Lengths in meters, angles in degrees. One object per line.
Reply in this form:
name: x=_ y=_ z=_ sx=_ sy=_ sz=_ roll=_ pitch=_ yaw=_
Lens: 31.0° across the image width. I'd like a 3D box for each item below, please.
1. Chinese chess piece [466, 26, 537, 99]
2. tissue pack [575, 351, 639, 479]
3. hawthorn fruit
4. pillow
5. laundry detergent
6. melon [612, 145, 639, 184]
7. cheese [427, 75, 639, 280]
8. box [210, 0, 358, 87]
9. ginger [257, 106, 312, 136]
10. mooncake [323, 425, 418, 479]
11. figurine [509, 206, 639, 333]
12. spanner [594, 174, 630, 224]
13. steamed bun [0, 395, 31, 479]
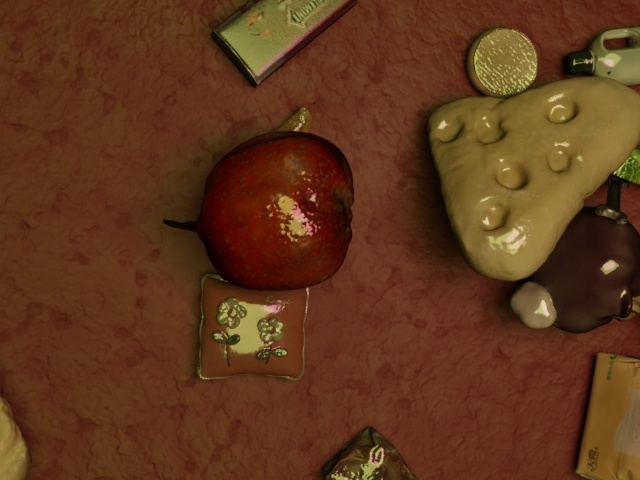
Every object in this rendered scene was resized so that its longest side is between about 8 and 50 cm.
Chinese chess piece: x=0.306 y=-0.299 z=1.950 sx=0.122 sy=0.051 sz=0.122 roll=0 pitch=92 yaw=-10
tissue pack: x=0.531 y=0.306 z=1.919 sx=0.090 sy=0.186 sz=0.222 roll=16 pitch=86 yaw=-40
hawthorn fruit: x=-0.098 y=-0.047 z=1.790 sx=0.300 sy=0.254 sz=0.254 roll=1 pitch=90 yaw=4
pillow: x=-0.108 y=0.143 z=1.870 sx=0.179 sy=0.075 sz=0.172 roll=3 pitch=89 yaw=-10
laundry detergent: x=0.527 y=-0.314 z=1.975 sx=0.225 sy=0.070 sz=0.099 roll=-7 pitch=99 yaw=-8
melon: x=0.508 y=-0.144 z=1.954 sx=0.209 sy=0.118 sz=0.064 roll=18 pitch=105 yaw=-21
cheese: x=0.348 y=-0.093 z=1.814 sx=0.350 sy=0.130 sz=0.329 roll=-7 pitch=55 yaw=11
box: x=-0.058 y=-0.364 z=1.884 sx=0.224 sy=0.069 sz=0.120 roll=-39 pitch=96 yaw=-8
ginger: x=-0.068 y=-0.163 z=1.895 sx=0.137 sy=0.044 sz=0.057 roll=-34 pitch=77 yaw=-9
mooncake: x=0.080 y=0.392 z=1.903 sx=0.130 sy=0.073 sz=0.125 roll=-39 pitch=97 yaw=-5
figurine: x=0.498 y=0.075 z=1.923 sx=0.365 sy=0.206 sz=0.218 roll=25 pitch=51 yaw=-32
spanner: x=0.478 y=-0.073 z=1.884 sx=0.054 sy=0.254 sz=0.015 roll=20 pitch=112 yaw=9
steamed bun: x=-0.610 y=0.306 z=1.715 sx=0.324 sy=0.230 sz=0.372 roll=-34 pitch=92 yaw=-45
